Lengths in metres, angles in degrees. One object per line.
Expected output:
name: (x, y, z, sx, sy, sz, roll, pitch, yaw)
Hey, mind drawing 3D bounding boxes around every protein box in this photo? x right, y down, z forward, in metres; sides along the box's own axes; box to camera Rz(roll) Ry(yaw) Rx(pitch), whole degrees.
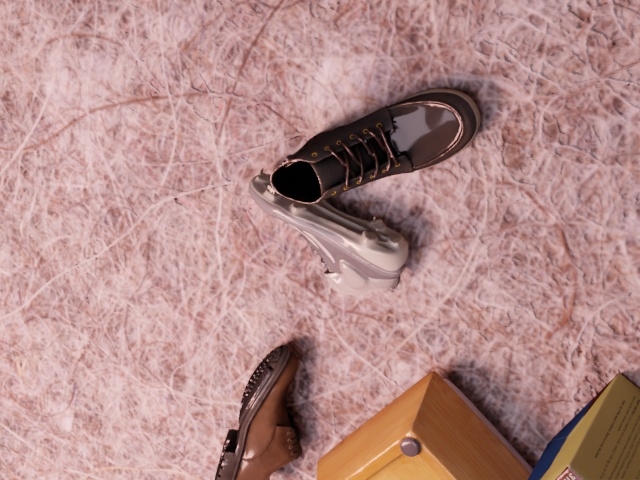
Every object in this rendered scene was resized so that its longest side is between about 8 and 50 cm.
protein box: (0.327, 0.288, 1.277, 0.201, 0.200, 0.136, 40, 125, 7)

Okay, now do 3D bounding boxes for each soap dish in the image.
soap dish: (0.149, 0.328, 1.444, 0.291, 0.118, 0.229, 47, 125, 1)

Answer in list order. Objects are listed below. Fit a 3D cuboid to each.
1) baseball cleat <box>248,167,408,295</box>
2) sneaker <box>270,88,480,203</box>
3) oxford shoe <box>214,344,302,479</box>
baseball cleat: (0.000, 0.000, 1.406, 0.206, 0.072, 0.109, 28, 129, 19)
sneaker: (0.059, -0.091, 1.302, 0.222, 0.118, 0.083, -18, 103, 34)
oxford shoe: (-0.061, 0.230, 1.552, 0.096, 0.083, 0.227, 18, 120, -5)
